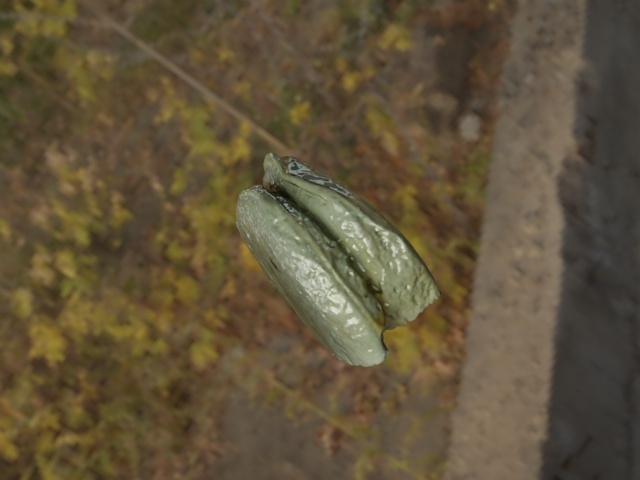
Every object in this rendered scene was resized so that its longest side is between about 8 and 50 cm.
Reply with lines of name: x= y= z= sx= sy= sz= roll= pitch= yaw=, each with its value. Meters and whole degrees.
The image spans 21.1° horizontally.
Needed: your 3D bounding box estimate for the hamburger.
hamburger: x=-0.003 y=0.002 z=0.778 sx=0.054 sy=0.084 sz=0.121 roll=-41 pitch=19 yaw=-8
